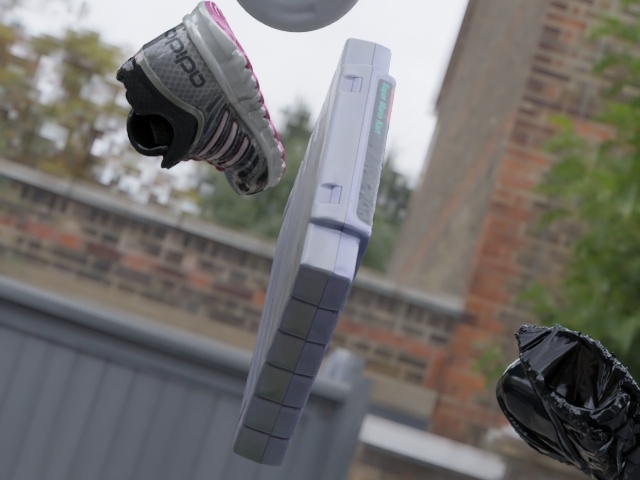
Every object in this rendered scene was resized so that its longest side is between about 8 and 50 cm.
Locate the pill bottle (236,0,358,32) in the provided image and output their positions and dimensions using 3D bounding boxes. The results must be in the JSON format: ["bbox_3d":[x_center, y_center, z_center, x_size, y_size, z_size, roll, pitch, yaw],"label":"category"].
[{"bbox_3d":[-0.005,-0.224,1.457,0.108,0.108,0.180,17,20,3],"label":"pill bottle"}]

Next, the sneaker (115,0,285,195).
[{"bbox_3d":[-0.068,-0.067,1.071,0.074,0.063,0.170,-26,-23,-3],"label":"sneaker"}]

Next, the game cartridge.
[{"bbox_3d":[0.000,0.000,1.736,0.068,0.355,0.230,20,-53,-7],"label":"game cartridge"}]

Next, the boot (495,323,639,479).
[{"bbox_3d":[0.111,0.070,0.888,0.121,0.045,0.099,42,-8,42],"label":"boot"}]
